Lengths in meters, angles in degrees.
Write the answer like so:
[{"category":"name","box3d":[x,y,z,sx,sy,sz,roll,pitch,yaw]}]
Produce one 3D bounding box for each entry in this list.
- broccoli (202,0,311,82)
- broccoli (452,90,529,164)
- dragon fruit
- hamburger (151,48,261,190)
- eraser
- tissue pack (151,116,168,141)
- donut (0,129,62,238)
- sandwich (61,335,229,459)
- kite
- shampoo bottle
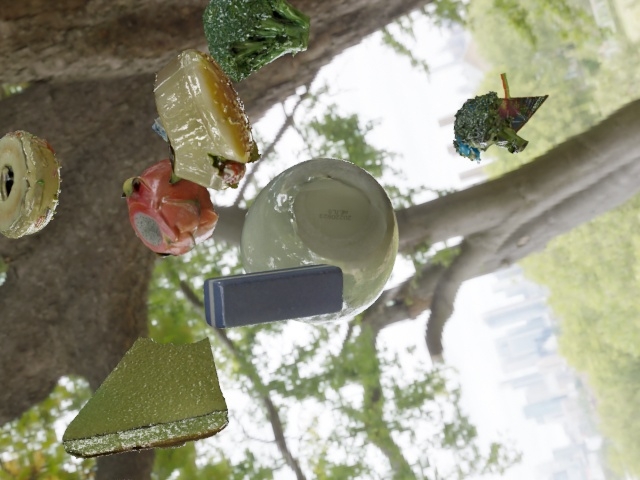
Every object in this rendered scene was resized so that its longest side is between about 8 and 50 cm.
[{"category":"broccoli","box3d":[-0.148,-0.490,2.045,0.261,0.241,0.269,-138,56,-78]},{"category":"broccoli","box3d":[0.346,-0.223,1.844,0.160,0.154,0.167,33,159,8]},{"category":"dragon fruit","box3d":[-0.448,-0.080,2.599,0.189,0.290,0.291,-33,-70,-36]},{"category":"hamburger","box3d":[-0.147,-0.158,1.172,0.210,0.116,0.173,-106,3,-63]},{"category":"eraser","box3d":[-0.074,0.090,1.452,0.036,0.225,0.082,-140,46,-66]},{"category":"tissue pack","box3d":[-0.228,-0.188,1.556,0.111,0.085,0.079,41,-140,-5]},{"category":"donut","box3d":[-0.462,-0.087,1.408,0.068,0.174,0.175,6,-118,-44]},{"category":"sandwich","box3d":[-0.278,0.235,1.407,0.212,0.244,0.063,-115,22,-53]},{"category":"kite","box3d":[0.435,-0.310,2.095,0.010,0.189,0.159,-37,-54,-81]},{"category":"shampoo bottle","box3d":[0.000,0.000,1.836,0.317,0.322,0.323,111,152,-57]}]
